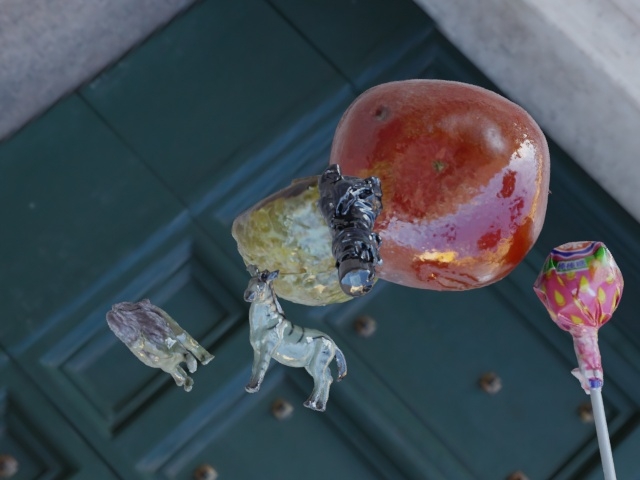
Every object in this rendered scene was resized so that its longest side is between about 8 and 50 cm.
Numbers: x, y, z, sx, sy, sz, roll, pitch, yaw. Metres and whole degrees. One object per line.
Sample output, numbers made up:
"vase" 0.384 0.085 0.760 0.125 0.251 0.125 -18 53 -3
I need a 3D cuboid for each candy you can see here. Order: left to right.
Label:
"candy" 0.379 0.182 1.853 0.124 0.366 0.124 -9 172 -1

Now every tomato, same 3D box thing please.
"tomato" 0.163 -0.092 1.846 0.338 0.338 0.144 -43 166 -7

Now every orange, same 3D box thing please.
"orange" 0.000 0.000 2.186 0.270 0.210 0.368 -10 -178 7

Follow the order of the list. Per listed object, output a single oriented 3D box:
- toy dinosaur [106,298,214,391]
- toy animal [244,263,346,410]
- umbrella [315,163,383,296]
"toy dinosaur" -0.235 0.143 1.930 0.077 0.162 0.294 -48 -175 -9
"toy animal" -0.045 0.146 1.945 0.073 0.216 0.176 0 -110 58
"umbrella" 0.034 -0.017 1.447 0.224 0.080 0.071 -91 -164 -59
